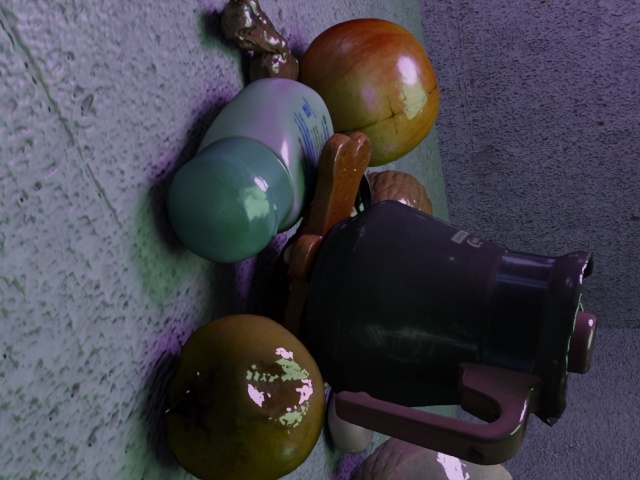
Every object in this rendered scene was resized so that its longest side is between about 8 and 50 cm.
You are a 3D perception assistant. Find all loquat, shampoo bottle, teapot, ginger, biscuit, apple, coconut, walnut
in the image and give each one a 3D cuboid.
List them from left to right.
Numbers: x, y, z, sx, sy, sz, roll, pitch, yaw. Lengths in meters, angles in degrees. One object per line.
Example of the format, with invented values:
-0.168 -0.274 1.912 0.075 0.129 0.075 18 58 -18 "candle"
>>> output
-0.093 0.197 0.888 0.213 0.213 0.213 -2 90 -72 "loquat"
-0.091 -0.093 1.000 0.349 0.151 0.222 -61 153 -59 "shampoo bottle"
-0.098 -0.300 1.148 0.122 0.084 0.290 -66 160 -9 "ginger"
-0.002 -0.001 1.044 0.205 0.049 0.324 -23 126 -70 "biscuit"
0.095 -0.285 1.382 0.286 0.233 0.286 58 -9 14 "apple"
0.152 -0.050 1.661 0.261 0.224 0.225 -54 138 -64 "walnut"
0.245 0.619 1.552 0.415 0.344 0.416 172 -90 -78 "coconut"
0.174 0.125 0.969 0.376 0.361 0.306 -52 142 -49 "teapot"

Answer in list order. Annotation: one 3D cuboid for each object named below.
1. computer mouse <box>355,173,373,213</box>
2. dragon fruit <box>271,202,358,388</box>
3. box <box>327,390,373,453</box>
0.043 -0.069 1.423 0.096 0.137 0.233 -61 143 -51 "computer mouse"
0.037 0.065 1.242 0.302 0.240 0.330 -97 -173 -76 "dragon fruit"
0.074 0.359 1.546 0.200 0.088 0.146 -65 146 -52 "box"
